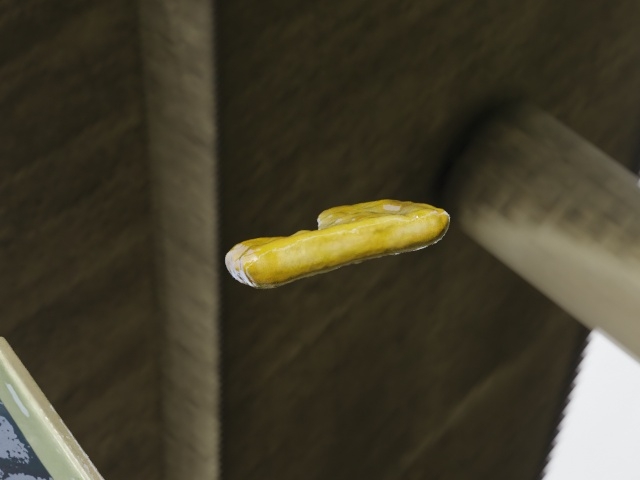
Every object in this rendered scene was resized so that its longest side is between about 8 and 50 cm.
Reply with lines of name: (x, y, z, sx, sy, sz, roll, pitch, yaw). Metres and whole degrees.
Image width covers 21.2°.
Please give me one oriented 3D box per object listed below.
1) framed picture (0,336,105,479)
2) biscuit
framed picture: (-0.262, 0.113, 1.025, 0.281, 0.209, 0.019, 9, -62, -48)
biscuit: (0.000, 0.000, 1.415, 0.183, 0.174, 0.039, -14, -81, -20)
